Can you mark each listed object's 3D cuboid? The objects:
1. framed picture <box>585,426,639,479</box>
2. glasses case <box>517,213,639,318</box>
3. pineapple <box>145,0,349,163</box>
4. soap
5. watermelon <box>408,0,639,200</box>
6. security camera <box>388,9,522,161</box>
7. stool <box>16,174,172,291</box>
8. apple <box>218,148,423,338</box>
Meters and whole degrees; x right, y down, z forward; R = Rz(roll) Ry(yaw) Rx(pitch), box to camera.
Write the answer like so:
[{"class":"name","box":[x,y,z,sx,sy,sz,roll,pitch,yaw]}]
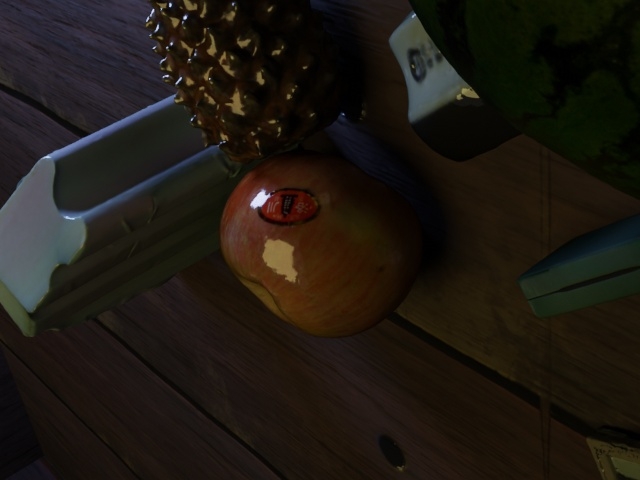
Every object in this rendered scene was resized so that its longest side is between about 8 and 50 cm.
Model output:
[{"class":"framed picture","box":[0.367,0.284,0.793,0.335,0.022,0.247,1,118,66]},{"class":"glasses case","box":[0.229,0.011,0.745,0.039,0.077,0.184,60,151,-1]},{"class":"pineapple","box":[-0.105,-0.251,0.940,0.175,0.175,0.361,-12,105,60]},{"class":"soap","box":[-0.190,-0.039,1.081,0.115,0.347,0.208,49,150,17]},{"class":"watermelon","box":[0.191,-0.177,0.378,0.363,0.363,0.363,38,144,34]},{"class":"security camera","box":[0.095,-0.209,0.643,0.277,0.191,0.197,62,152,-2]},{"class":"stool","box":[-0.303,-0.033,1.421,0.198,0.195,0.195,12,126,55]},{"class":"apple","box":[0.000,0.000,0.990,0.209,0.164,0.209,39,170,8]}]
